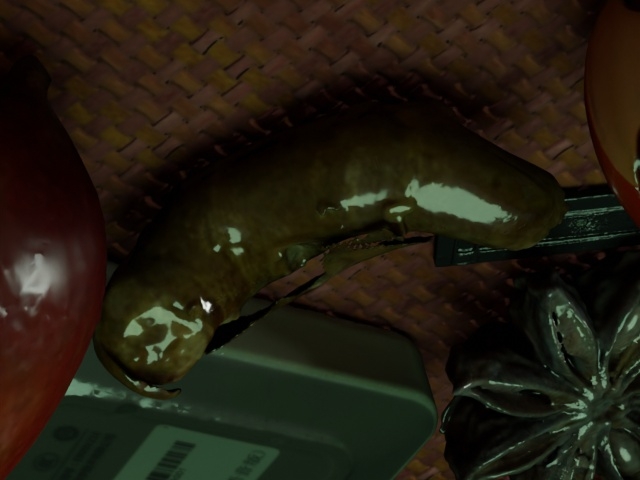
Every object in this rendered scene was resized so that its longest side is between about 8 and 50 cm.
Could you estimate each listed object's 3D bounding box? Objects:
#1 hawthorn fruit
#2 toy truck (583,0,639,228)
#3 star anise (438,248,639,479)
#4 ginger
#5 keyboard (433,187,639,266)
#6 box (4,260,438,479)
[{"bbox_3d":[-0.269,0.043,1.003,0.311,0.295,0.295,-24,137,14],"label":"hawthorn fruit"},{"bbox_3d":[0.284,-0.062,1.095,0.265,0.189,0.239,2,153,-4],"label":"toy truck"},{"bbox_3d":[0.186,0.103,1.302,0.236,0.109,0.223,37,93,-36],"label":"star anise"},{"bbox_3d":[-0.008,-0.010,1.124,0.309,0.133,0.107,-26,153,8],"label":"ginger"},{"bbox_3d":[0.182,-0.013,1.246,0.204,0.013,0.061,-6,139,-7],"label":"keyboard"},{"bbox_3d":[-0.147,0.176,1.324,0.373,0.090,0.367,14,131,-27],"label":"box"}]
